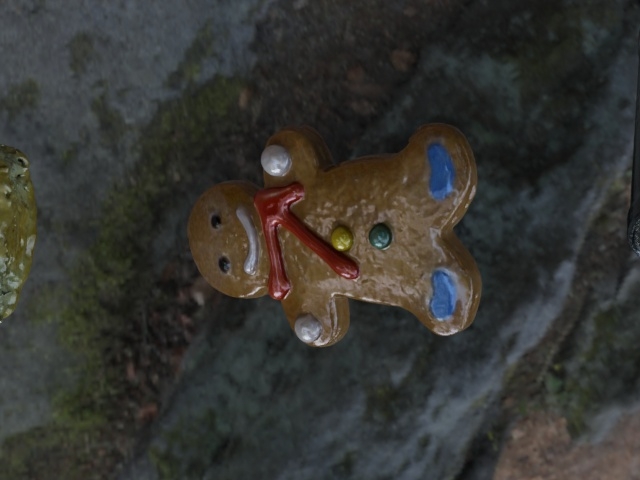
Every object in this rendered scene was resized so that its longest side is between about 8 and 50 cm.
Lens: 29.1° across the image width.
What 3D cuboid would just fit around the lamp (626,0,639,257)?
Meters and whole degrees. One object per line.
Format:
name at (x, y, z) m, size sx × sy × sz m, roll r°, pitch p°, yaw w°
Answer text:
lamp at (0.185, -0.067, 0.523) m, size 0.147 × 0.227 × 0.172 m, roll 4°, pitch 158°, yaw 15°

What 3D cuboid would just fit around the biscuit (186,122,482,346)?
biscuit at (-0.002, 0.000, 1.107) m, size 0.049 × 0.324 × 0.205 m, roll -17°, pitch 106°, yaw -49°

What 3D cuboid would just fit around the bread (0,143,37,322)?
bread at (-0.368, -0.014, 1.048) m, size 0.245 × 0.174 × 0.121 m, roll 3°, pitch 170°, yaw -5°
